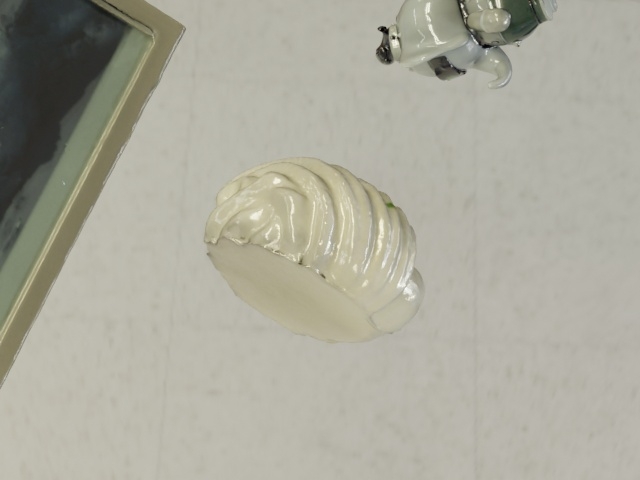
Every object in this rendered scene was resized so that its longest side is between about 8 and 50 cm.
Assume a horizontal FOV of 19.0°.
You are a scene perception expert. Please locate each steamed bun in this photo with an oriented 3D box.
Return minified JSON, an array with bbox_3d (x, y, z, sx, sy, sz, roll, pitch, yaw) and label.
[{"bbox_3d":[0.000,0.000,1.466,0.183,0.183,0.106,24,67,11],"label":"steamed bun"}]

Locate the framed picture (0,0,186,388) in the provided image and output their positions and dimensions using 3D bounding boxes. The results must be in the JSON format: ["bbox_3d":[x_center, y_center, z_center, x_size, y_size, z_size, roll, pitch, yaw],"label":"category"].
[{"bbox_3d":[-0.350,-0.097,1.745,0.326,0.028,0.446,31,72,-19],"label":"framed picture"}]

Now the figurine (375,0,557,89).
[{"bbox_3d":[0.145,-0.219,1.955,0.192,0.126,0.147,-13,29,20],"label":"figurine"}]
